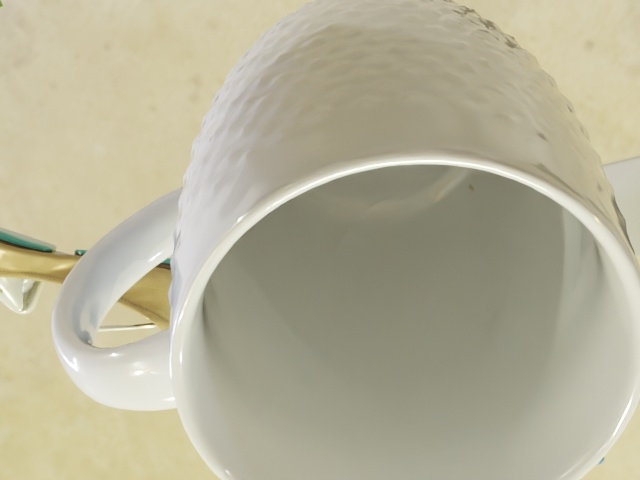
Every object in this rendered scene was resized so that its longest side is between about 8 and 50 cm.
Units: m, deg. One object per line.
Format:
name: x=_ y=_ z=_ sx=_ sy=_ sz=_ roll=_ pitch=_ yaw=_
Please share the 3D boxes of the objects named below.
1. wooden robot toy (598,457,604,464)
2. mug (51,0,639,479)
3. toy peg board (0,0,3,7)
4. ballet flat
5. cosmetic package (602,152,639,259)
wooden robot toy: x=0.196 y=0.198 z=1.553 sx=0.076 sy=0.173 sz=0.079 roll=25 pitch=140 yaw=26
mug: x=0.000 y=0.000 z=1.115 sx=0.374 sy=0.328 sz=0.276 roll=-20 pitch=121 yaw=10
toy peg board: x=-0.215 y=-0.137 z=0.917 sx=0.079 sy=0.161 sz=0.160 roll=62 pitch=168 yaw=-2
ballet flat: x=-0.212 y=0.033 z=1.388 sx=0.232 sy=0.080 sz=0.073 roll=11 pitch=89 yaw=2
cosmetic package: x=0.350 y=-0.040 z=1.905 sx=0.309 sy=0.160 sz=0.113 roll=-12 pitch=93 yaw=55
